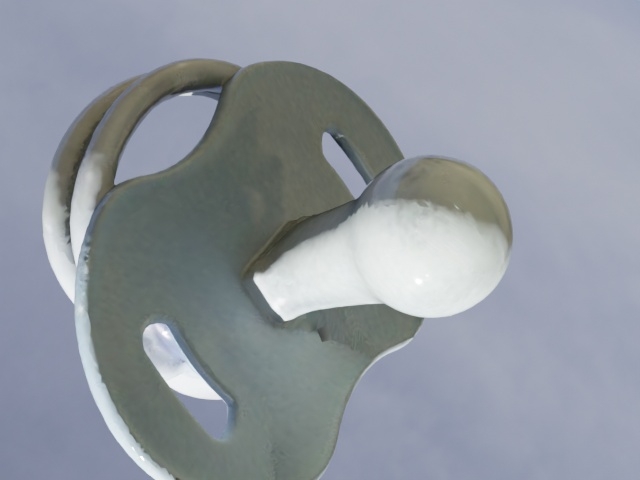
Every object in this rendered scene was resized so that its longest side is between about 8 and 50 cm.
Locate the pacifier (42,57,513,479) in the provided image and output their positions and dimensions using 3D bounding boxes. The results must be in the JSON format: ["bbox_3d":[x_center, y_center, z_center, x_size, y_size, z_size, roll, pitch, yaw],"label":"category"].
[{"bbox_3d":[0.000,0.000,0.619,0.244,0.233,0.299,58,-134,-23],"label":"pacifier"}]
